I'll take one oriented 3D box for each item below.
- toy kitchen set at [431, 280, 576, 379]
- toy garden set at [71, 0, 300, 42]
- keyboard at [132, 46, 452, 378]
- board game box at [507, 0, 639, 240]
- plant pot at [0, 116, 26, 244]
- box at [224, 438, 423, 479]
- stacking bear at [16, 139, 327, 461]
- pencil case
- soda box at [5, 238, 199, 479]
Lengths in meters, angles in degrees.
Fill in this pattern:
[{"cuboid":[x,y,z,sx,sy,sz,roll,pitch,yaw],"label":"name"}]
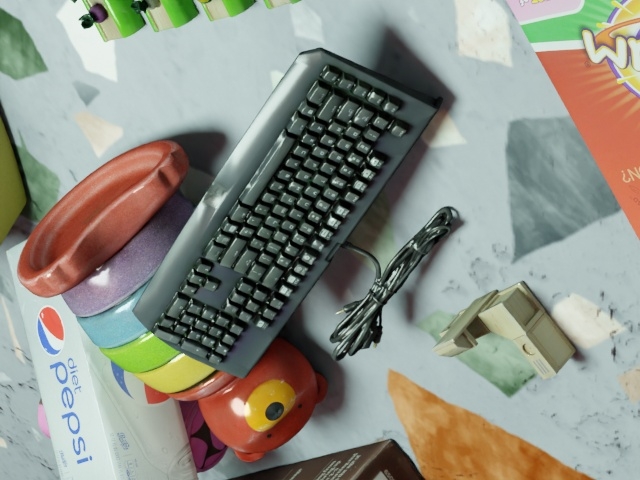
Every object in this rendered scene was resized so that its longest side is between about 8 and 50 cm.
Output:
[{"cuboid":[0.140,0.090,1.485,0.075,0.068,0.083,51,142,-6],"label":"toy kitchen set"},{"cuboid":[-0.146,-0.256,1.456,0.244,0.049,0.204,-5,120,45],"label":"toy garden set"},{"cuboid":[0.000,0.000,1.476,0.201,0.033,0.317,22,126,-19],"label":"keyboard"},{"cuboid":[0.246,-0.148,1.179,0.242,0.064,0.316,-14,113,48],"label":"board game box"},{"cuboid":[-0.407,-0.046,1.759,0.212,0.212,0.187,-2,137,36],"label":"plant pot"},{"cuboid":[-0.065,0.326,1.786,0.381,0.191,0.143,-19,110,50],"label":"box"},{"cuboid":[-0.113,0.071,1.638,0.289,0.175,0.164,49,170,-20],"label":"stacking bear"},{"cuboid":[-0.177,0.172,1.836,0.209,0.098,0.095,10,85,37],"label":"pencil case"},{"cuboid":[-0.200,0.127,1.721,0.098,0.091,0.286,-23,79,49],"label":"soda box"}]
